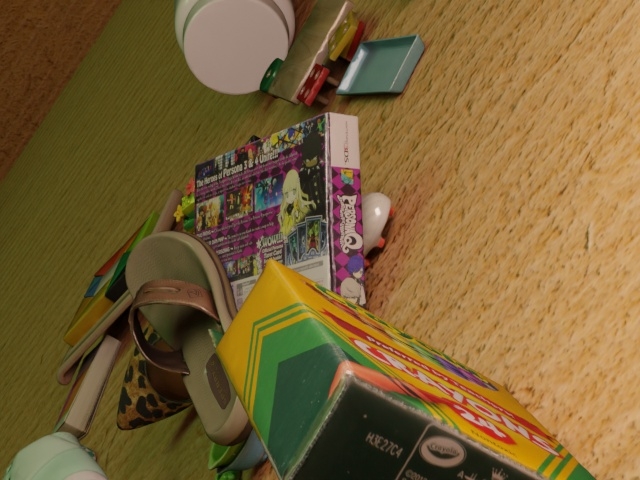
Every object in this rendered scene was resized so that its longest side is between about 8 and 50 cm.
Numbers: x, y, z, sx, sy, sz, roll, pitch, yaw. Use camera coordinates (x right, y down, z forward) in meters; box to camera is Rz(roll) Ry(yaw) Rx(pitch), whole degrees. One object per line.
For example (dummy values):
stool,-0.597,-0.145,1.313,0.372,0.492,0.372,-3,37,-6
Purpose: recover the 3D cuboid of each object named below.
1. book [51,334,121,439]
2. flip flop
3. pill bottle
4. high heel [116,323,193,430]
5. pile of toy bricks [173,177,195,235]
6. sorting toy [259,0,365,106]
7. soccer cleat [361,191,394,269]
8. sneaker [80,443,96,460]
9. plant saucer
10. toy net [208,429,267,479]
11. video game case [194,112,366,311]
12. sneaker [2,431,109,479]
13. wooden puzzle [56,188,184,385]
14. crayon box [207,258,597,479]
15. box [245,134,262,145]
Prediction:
book,-0.320,0.205,2.400,0.096,0.035,0.144,-41,25,53
flip flop,-0.131,0.083,1.652,0.112,0.080,0.277,-65,34,28
pill bottle,-0.115,-0.306,2.383,0.160,0.160,0.283,-56,18,20
high heel,-0.137,0.134,1.838,0.261,0.093,0.186,-47,14,17
pile of toy bricks,-0.105,-0.034,1.918,0.212,0.105,0.118,-38,45,37
sorting toy,0.004,-0.213,2.074,0.132,0.046,0.274,-61,16,1
soccer cleat,0.000,0.000,1.683,0.196,0.076,0.068,-36,30,56
sneaker,-0.316,0.298,2.188,0.076,0.065,0.166,-61,14,15
plant saucer,0.063,-0.182,1.896,0.067,0.018,0.192,-63,17,-4
toy net,-0.092,0.256,1.601,0.122,0.045,0.232,-47,22,39
video game case,-0.041,0.010,1.644,0.232,0.042,0.210,-18,72,54
sneaker,-0.315,0.314,1.844,0.256,0.094,0.151,-48,29,3
wooden puzzle,-0.278,0.059,2.437,0.239,0.044,0.221,-50,12,32
crayon box,0.048,0.112,1.131,0.081,0.202,0.318,-60,17,5
box,-0.109,-0.009,2.089,0.191,0.045,0.184,-55,20,18
